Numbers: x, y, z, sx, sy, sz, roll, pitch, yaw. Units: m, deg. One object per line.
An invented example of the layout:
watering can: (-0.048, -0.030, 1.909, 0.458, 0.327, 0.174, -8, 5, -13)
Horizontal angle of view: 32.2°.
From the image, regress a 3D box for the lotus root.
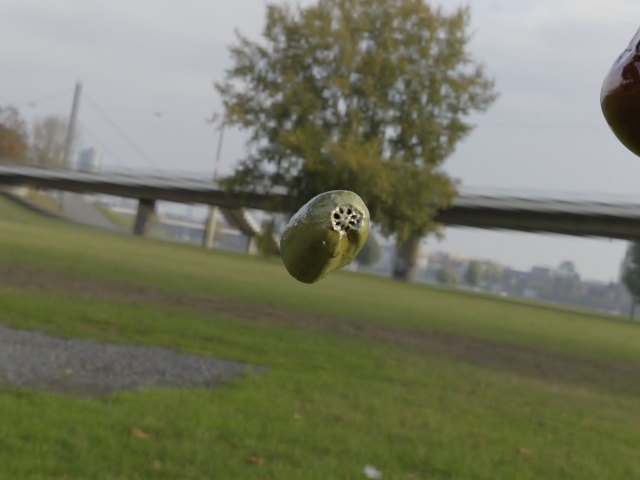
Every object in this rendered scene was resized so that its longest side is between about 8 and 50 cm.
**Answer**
lotus root: (-0.001, -0.001, 1.233, 0.090, 0.077, 0.183, -28, -10, -18)

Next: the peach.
peach: (0.519, -0.215, 1.541, 0.253, 0.252, 0.252, 9, -1, 0)
